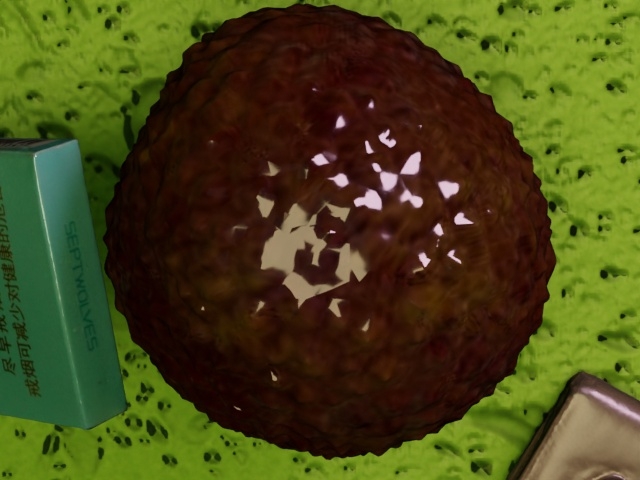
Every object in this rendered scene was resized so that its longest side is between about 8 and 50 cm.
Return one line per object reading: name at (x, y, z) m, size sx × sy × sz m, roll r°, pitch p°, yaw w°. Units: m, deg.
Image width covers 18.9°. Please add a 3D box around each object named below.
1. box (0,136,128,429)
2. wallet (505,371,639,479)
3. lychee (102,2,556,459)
box at (-0.217, 0.018, 1.123) m, size 0.229 × 0.041 × 0.162 m, roll 4°, pitch 109°, yaw 39°
wallet at (0.199, 0.165, 1.222) m, size 0.152 × 0.039 × 0.118 m, roll 27°, pitch 103°, yaw -8°
lychee at (0.000, 0.000, 1.077) m, size 0.260 × 0.260 × 0.260 m, roll 0°, pitch 106°, yaw 1°
